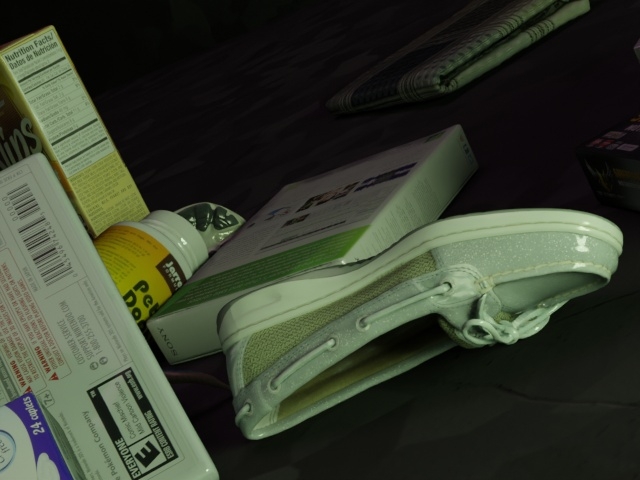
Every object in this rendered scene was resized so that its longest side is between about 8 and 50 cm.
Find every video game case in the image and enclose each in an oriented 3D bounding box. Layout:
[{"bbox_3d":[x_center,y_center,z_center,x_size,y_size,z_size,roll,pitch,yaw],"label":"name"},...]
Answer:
[{"bbox_3d":[-0.279,0.123,1.199,0.300,0.329,0.036,-29,-29,-7],"label":"video game case"}]

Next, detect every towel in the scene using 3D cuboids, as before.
[{"bbox_3d":[0.197,-0.265,2.156,0.324,0.056,0.312,-36,14,-24],"label":"towel"}]

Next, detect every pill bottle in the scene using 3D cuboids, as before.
[{"bbox_3d":[-0.204,0.060,1.542,0.117,0.117,0.215,-13,24,44],"label":"pill bottle"}]

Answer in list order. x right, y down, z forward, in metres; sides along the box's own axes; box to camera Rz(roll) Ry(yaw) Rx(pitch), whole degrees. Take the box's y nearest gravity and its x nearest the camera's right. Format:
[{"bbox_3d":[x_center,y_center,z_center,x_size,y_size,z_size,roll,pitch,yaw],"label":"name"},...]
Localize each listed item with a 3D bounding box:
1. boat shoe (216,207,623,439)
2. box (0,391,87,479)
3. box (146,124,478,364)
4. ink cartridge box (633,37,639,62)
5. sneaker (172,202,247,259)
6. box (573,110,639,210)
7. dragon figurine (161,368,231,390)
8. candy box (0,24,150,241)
[{"bbox_3d":[0.070,0.059,1.135,0.320,0.103,0.118,-17,-22,22],"label":"boat shoe"},{"bbox_3d":[-0.226,0.197,1.083,0.137,0.072,0.126,-29,57,-6],"label":"box"},{"bbox_3d":[0.000,0.000,1.541,0.232,0.058,0.322,-18,15,32],"label":"box"},{"bbox_3d":[0.407,-0.207,1.517,0.181,0.061,0.104,-18,17,30],"label":"ink cartridge box"},{"bbox_3d":[-0.199,0.049,1.698,0.275,0.107,0.110,-22,-5,0],"label":"sneaker"},{"bbox_3d":[0.331,-0.084,1.232,0.183,0.056,0.231,-30,15,-9],"label":"box"},{"bbox_3d":[-0.213,0.133,1.390,0.289,0.085,0.144,-25,15,15],"label":"dragon figurine"},{"bbox_3d":[-0.320,-0.090,1.900,0.087,0.316,0.183,-35,16,-32],"label":"candy box"}]
